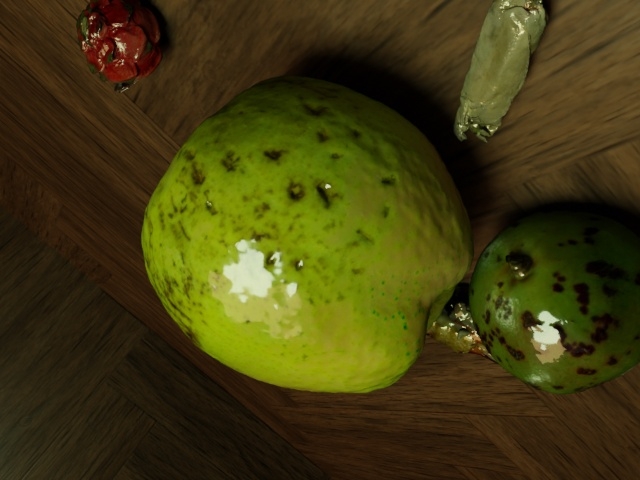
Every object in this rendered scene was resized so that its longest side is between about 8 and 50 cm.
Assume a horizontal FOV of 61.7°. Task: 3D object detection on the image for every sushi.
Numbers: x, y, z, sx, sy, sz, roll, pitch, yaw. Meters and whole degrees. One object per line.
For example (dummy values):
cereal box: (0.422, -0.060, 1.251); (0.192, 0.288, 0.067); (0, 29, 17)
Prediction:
sushi: (0.219, 0.124, 0.861); (0.226, 0.103, 0.097); (20, 173, 19)

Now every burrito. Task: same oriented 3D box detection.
burrito: (0.179, -0.171, 0.541); (0.058, 0.045, 0.188); (21, 145, 11)

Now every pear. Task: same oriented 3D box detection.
pear: (0.000, 0.000, 0.655); (0.391, 0.391, 0.391); (25, 148, 17)

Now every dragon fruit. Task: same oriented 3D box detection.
dragon fruit: (-0.291, -0.287, 0.771); (0.121, 0.130, 0.142); (44, -171, -27)

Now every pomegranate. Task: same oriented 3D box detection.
pomegranate: (0.297, 0.076, 0.632); (0.263, 0.211, 0.211); (25, 158, -33)
